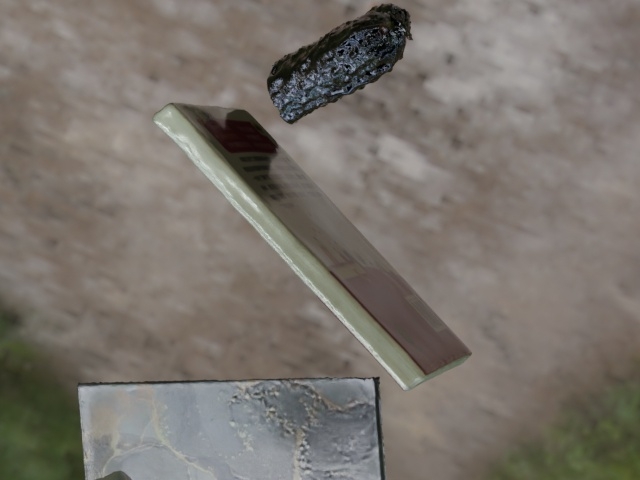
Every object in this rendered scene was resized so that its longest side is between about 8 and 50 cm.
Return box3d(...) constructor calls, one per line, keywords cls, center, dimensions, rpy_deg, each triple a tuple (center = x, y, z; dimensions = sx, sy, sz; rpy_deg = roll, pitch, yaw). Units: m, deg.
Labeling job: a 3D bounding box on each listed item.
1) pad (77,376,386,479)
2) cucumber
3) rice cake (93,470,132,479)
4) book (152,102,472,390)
box3d(cls="pad", center=(-0.061, 0.287, 1.457), dimensions=(0.247, 0.368, 0.007), rpy_deg=(-3, -179, 18))
box3d(cls="cucumber", center=(0.015, -0.126, 1.346), dimensions=(0.053, 0.053, 0.181), rpy_deg=(26, 156, -23))
box3d(cls="rice cake", center=(-0.059, 0.172, 0.838), dimensions=(0.033, 0.033, 0.208), rpy_deg=(-19, 132, 7))
box3d(cls="book", center=(0.000, 0.000, 1.222), dimensions=(0.232, 0.022, 0.162), rpy_deg=(46, -168, 9))
